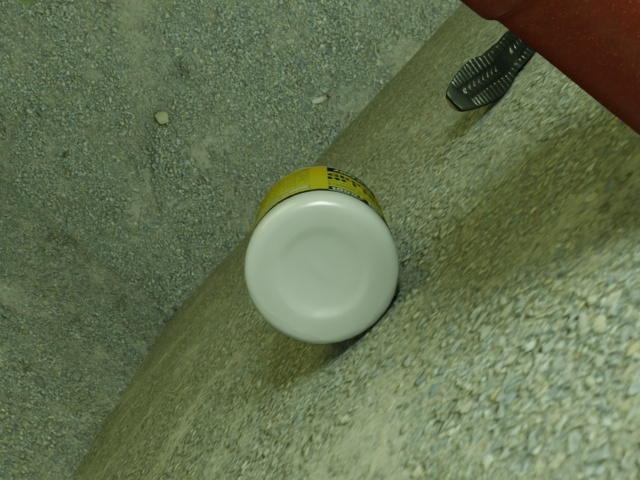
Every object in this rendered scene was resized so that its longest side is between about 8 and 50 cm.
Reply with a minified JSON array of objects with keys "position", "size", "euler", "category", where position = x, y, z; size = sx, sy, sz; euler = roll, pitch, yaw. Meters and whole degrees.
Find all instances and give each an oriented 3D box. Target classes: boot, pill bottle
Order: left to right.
[{"position":[0.000,0.000,1.130],"size":[0.188,0.188,0.334],"euler":[-47,10,9],"category":"pill bottle"},{"position":[0.260,-0.256,1.358],"size":[0.198,0.077,0.137],"euler":[-38,0,-21],"category":"boot"}]

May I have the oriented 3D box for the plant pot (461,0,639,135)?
[{"position":[0.243,-0.192,0.547],"size":[0.272,0.265,0.272],"euler":[-47,10,11],"category":"plant pot"}]
